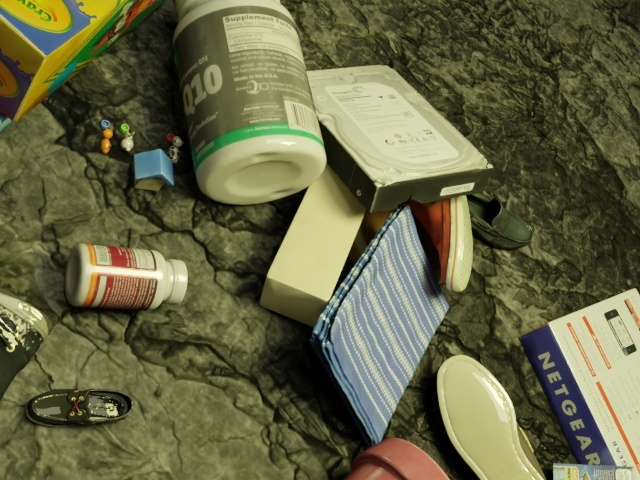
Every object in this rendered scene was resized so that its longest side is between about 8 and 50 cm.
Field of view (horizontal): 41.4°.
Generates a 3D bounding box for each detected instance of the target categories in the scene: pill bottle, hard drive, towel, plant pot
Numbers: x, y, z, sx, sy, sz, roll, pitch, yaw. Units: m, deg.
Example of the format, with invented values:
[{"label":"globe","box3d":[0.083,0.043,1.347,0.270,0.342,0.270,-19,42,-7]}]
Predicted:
[{"label":"pill bottle","box3d":[-0.123,-0.257,1.349,0.204,0.204,0.361,2,65,-34]},{"label":"hard drive","box3d":[0.102,-0.187,1.441,0.237,0.064,0.339,-10,44,-28]},{"label":"pill bottle","box3d":[-0.266,0.053,1.164,0.152,0.086,0.086,7,62,-31]},{"label":"towel","box3d":[0.110,0.129,1.345,0.336,0.040,0.243,-54,129,-41]},{"label":"plant pot","box3d":[0.139,-0.012,1.512,0.236,0.032,0.236,15,59,-27]},{"label":"plant pot","box3d":[0.074,0.398,1.148,0.180,0.201,0.201,-24,81,-31]}]

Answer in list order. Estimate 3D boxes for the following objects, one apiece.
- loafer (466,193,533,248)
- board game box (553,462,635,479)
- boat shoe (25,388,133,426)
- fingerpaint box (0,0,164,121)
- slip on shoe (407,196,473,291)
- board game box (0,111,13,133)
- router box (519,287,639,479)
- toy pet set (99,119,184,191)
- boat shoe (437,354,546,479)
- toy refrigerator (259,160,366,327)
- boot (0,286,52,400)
[{"label":"loafer","box3d":[0.327,-0.042,1.625,0.223,0.078,0.076,21,56,-24]},{"label":"board game box","box3d":[0.459,0.477,1.412,0.035,0.136,0.201,66,28,-53]},{"label":"boat shoe","box3d":[-0.306,0.211,1.083,0.133,0.042,0.049,7,65,-30]},{"label":"fingerpaint box","box3d":[-0.456,-0.444,1.164,0.445,0.163,0.371,42,47,-8]},{"label":"slip on shoe","box3d":[0.208,-0.055,1.494,0.123,0.101,0.331,58,23,-57]},{"label":"board game box","box3d":[-0.554,-0.261,1.148,0.316,0.064,0.242,39,50,-11]},{"label":"router box","box3d":[0.567,0.284,1.614,0.301,0.082,0.335,-12,74,-38]},{"label":"toy pet set","box3d":[-0.264,-0.138,1.280,0.122,0.065,0.114,7,62,-31]},{"label":"boat shoe","box3d":[0.287,0.339,1.384,0.117,0.097,0.324,-30,79,0]},{"label":"toy refrigerator","box3d":[0.000,0.000,1.361,0.102,0.094,0.269,21,52,2]},{"label":"boot","box3d":[-0.459,0.119,0.998,0.236,0.085,0.178,31,55,-18]}]
